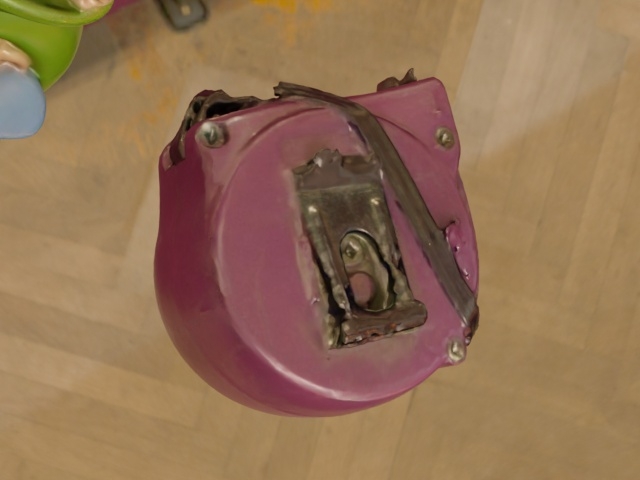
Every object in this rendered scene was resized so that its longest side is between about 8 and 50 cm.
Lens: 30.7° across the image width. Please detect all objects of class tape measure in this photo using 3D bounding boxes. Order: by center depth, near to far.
[{"bbox_3d":[0.000,0.000,0.822,0.232,0.149,0.245,-14,86,-33],"label":"tape measure"}]

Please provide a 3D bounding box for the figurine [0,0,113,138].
[{"bbox_3d":[-0.171,-0.124,0.518,0.162,0.263,0.143,35,59,-23],"label":"figurine"}]
